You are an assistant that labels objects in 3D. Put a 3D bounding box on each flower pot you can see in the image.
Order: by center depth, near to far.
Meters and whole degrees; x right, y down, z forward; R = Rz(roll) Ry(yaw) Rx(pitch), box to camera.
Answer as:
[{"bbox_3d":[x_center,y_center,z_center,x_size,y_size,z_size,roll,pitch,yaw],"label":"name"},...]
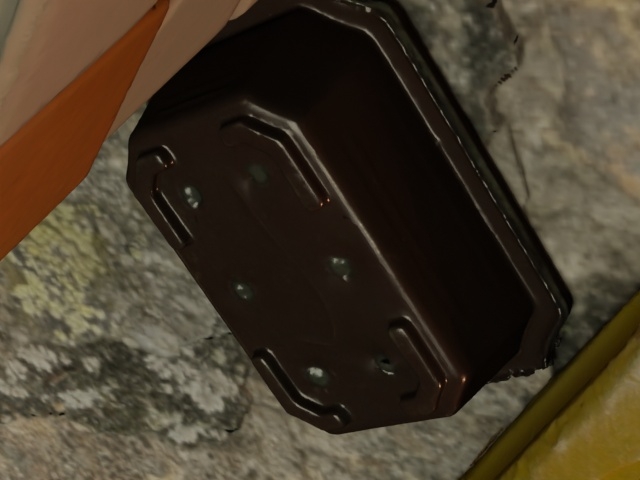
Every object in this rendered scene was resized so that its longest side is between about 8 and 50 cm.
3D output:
[{"bbox_3d":[0.000,0.000,0.790,0.179,0.084,0.251,-16,115,41],"label":"flower pot"}]

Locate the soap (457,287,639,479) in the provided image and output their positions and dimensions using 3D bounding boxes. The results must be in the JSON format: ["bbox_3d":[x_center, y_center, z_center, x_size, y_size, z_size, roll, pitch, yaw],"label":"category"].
[{"bbox_3d":[0.178,0.153,0.797,0.199,0.091,0.315,38,137,3],"label":"soap"}]

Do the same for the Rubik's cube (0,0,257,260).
[{"bbox_3d":[-0.125,-0.243,0.481,0.346,0.344,0.347,39,138,0],"label":"Rubik's cube"}]
